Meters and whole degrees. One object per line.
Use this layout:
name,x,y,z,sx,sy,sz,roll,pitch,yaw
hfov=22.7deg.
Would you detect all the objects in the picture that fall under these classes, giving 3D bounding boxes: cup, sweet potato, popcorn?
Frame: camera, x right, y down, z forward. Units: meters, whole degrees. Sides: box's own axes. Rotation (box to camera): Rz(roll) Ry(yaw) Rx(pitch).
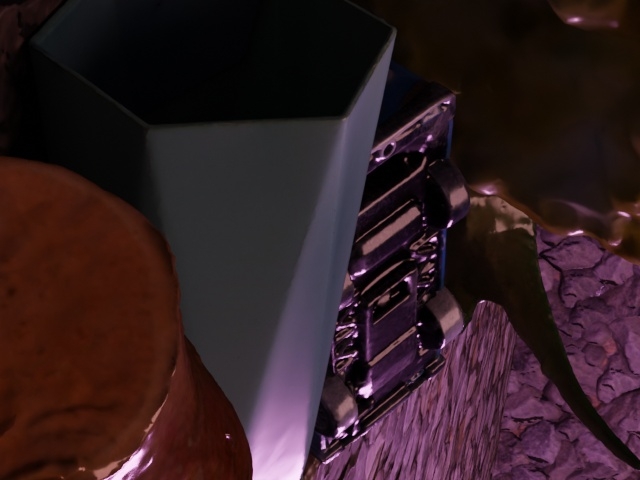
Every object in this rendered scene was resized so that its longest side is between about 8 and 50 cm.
cup,-0.050,0.012,0.700,0.148,0.134,0.236,-56,157,-52
sweet potato,-0.086,0.097,0.615,0.337,0.131,0.131,79,27,-61
popcorn,0.151,-0.171,0.926,0.292,0.293,0.334,-54,127,-33

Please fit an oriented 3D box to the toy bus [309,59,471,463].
toy bus,0.000,0.000,0.894,0.116,0.133,0.234,-35,146,-26

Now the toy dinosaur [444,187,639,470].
toy dinosaur,0.118,-0.050,1.108,0.087,0.447,0.301,-43,166,33

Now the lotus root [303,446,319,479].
lotus root,-0.012,0.076,1.076,0.167,0.078,0.329,-58,-173,44
